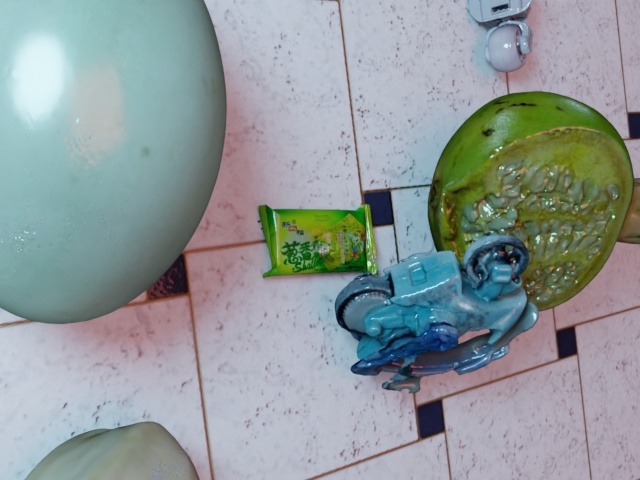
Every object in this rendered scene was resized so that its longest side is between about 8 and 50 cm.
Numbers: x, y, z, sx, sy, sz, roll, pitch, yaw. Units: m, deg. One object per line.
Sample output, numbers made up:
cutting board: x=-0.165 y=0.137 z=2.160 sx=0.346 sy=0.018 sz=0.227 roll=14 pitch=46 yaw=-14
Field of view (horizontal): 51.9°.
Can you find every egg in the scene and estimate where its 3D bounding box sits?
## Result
egg: x=-0.227 y=-0.117 z=0.617 sx=0.276 sy=0.276 sz=0.388 roll=9 pitch=86 yaw=-31

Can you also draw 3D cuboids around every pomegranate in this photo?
pomegranate: x=0.321 y=-0.064 z=0.964 sx=0.359 sy=0.216 sz=0.309 roll=1 pitch=113 yaw=-14

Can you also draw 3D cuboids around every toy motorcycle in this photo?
toy motorcycle: x=0.303 y=-0.398 z=1.069 sx=0.112 sy=0.112 sz=0.254 roll=-3 pitch=88 yaw=-32
toy motorcycle: x=0.156 y=0.098 z=0.865 sx=0.260 sy=0.154 sz=0.206 roll=-19 pitch=126 yaw=11

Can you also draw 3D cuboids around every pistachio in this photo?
pistachio: x=-0.228 y=0.336 z=0.633 sx=0.208 sy=0.226 sz=0.331 roll=20 pitch=66 yaw=7

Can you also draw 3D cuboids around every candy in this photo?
candy: x=0.001 y=0.000 z=0.894 sx=0.178 sy=0.032 sz=0.102 roll=-1 pitch=88 yaw=-32
